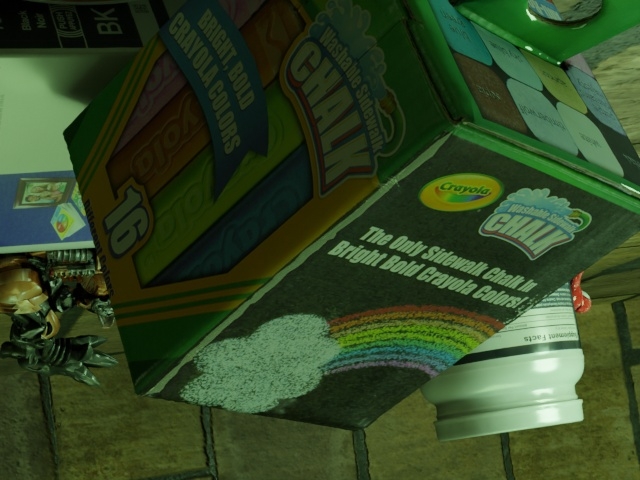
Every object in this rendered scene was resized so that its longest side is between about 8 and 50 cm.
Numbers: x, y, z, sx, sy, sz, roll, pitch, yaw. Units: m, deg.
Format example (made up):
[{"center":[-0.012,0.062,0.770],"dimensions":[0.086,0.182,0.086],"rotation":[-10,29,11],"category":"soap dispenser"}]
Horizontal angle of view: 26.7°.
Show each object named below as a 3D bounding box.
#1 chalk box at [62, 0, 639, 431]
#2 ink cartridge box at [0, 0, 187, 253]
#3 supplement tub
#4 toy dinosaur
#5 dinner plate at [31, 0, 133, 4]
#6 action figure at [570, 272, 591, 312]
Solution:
[{"center":[0.037,-0.057,0.688],"dimensions":[0.289,0.179,0.180],"rotation":[-40,144,27],"category":"chalk box"},{"center":[-0.202,-0.063,0.775],"dimensions":[0.333,0.065,0.165],"rotation":[-4,140,-25],"category":"ink cartridge box"},{"center":[0.196,0.084,1.555],"dimensions":[0.191,0.272,0.191],"rotation":[-8,171,-1],"category":"supplement tub"},{"center":[-0.280,0.025,1.326],"dimensions":[0.322,0.164,0.218],"rotation":[9,157,6],"category":"toy dinosaur"},{"center":[-0.109,-0.150,0.679],"dimensions":[0.141,0.017,0.141],"rotation":[-9,170,-2],"category":"dinner plate"},{"center":[0.272,0.015,1.822],"dimensions":[0.280,0.139,0.091],"rotation":[26,155,-32],"category":"action figure"}]
